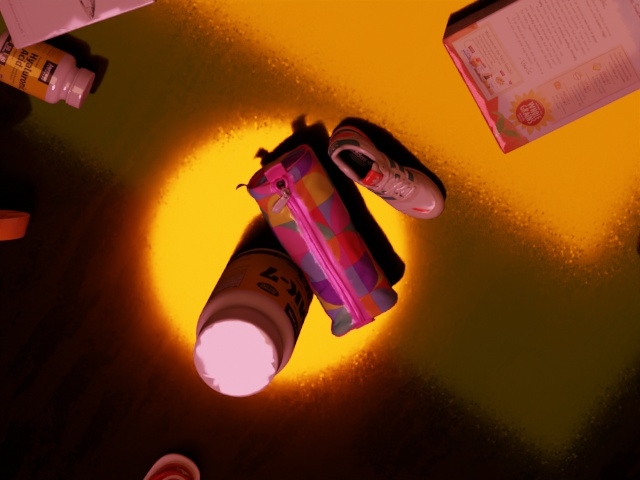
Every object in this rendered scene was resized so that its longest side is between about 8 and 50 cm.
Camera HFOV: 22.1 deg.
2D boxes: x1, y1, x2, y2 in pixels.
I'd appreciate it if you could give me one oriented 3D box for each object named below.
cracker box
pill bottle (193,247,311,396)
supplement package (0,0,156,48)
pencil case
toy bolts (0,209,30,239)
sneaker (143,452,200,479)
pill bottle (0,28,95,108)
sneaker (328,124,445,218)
[{"bbox_3d":[0.276,-0.220,1.853,0.232,0.067,0.155,-25,106,17],"label":"cracker box"},{"bbox_3d":[-0.082,0.098,1.948,0.119,0.208,0.119,3,111,7],"label":"pill bottle"},{"bbox_3d":[-0.277,-0.304,1.883,0.179,0.105,0.105,-17,106,14],"label":"supplement package"},{"bbox_3d":[0.000,0.000,1.958,0.104,0.104,0.236,-28,106,17],"label":"pencil case"},{"bbox_3d":[-0.480,-0.083,1.987,0.228,0.218,0.158,8,100,40],"label":"toy bolts"},{"bbox_3d":[-0.242,0.384,2.122,0.087,0.128,0.221,29,111,-3],"label":"sneaker"},{"bbox_3d":[-0.331,-0.202,1.951,0.116,0.065,0.065,24,112,-2],"label":"pill bottle"},{"bbox_3d":[0.074,-0.070,1.934,0.161,0.075,0.057,37,111,-6],"label":"sneaker"}]
